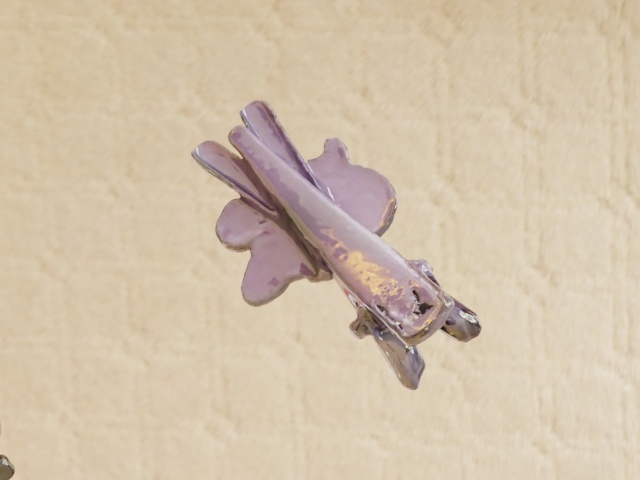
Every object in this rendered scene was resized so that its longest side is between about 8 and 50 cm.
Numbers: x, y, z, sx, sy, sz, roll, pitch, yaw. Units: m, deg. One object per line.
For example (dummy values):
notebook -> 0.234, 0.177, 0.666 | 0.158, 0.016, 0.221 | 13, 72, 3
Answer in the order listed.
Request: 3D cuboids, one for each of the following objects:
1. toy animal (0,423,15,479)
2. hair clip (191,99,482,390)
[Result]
toy animal -> -0.348, 0.186, 1.582 | 0.117, 0.210, 0.121 | 25, 105, -18
hair clip -> 0.008, 0.009, 1.255 | 0.137, 0.090, 0.278 | -43, 49, -3
